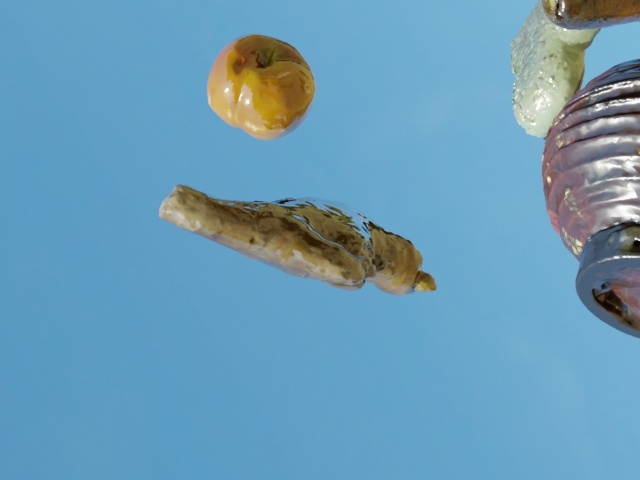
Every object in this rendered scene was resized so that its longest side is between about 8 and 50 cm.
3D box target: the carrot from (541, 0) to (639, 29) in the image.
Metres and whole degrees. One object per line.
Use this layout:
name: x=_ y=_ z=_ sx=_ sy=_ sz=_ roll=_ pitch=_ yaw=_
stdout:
carrot: x=0.278 y=-0.219 z=1.491 sx=0.186 sy=0.060 sz=0.060 roll=-9 pitch=-108 yaw=-24

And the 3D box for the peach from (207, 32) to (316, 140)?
peach: x=-0.071 y=-0.191 z=2.134 sx=0.138 sy=0.138 sz=0.138 roll=24 pitch=-128 yaw=-34

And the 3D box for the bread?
bread: x=0.287 y=-0.243 z=2.092 sx=0.064 sy=0.172 sz=0.232 roll=20 pitch=-87 yaw=-15

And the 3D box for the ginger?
ginger: x=0.001 y=0.000 z=1.629 sx=0.333 sy=0.166 sz=0.080 roll=17 pitch=-84 yaw=-59

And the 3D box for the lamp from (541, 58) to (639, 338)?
lamp: x=0.279 y=-0.045 z=1.255 sx=0.247 sy=0.247 sz=0.247 roll=24 pitch=-128 yaw=-34
